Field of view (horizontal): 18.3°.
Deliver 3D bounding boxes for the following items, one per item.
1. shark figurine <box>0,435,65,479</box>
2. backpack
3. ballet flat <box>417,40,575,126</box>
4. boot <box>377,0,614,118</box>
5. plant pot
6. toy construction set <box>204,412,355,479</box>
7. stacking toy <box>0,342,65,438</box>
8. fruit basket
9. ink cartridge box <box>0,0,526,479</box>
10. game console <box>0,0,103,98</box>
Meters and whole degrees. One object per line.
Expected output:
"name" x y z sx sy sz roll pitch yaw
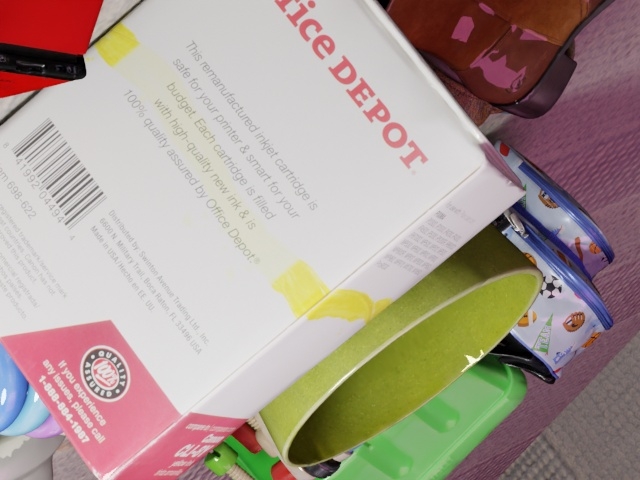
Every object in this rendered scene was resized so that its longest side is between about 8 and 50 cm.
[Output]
"shark figurine" -0.314 0.227 1.912 0.278 0.166 0.116 -33 125 -26
"backpack" 0.223 0.030 2.306 0.213 0.263 0.276 -40 161 8
"ballet flat" 0.146 -0.173 1.907 0.123 0.123 0.348 -47 164 28
"boot" 0.153 -0.263 1.732 0.280 0.096 0.264 25 97 -50
"plant pot" 0.000 0.000 1.754 0.275 0.293 0.275 -32 162 -12
"toy construction set" -0.076 0.130 2.199 0.309 0.237 0.257 -31 -158 47
"stacking toy" -0.329 0.123 1.724 0.330 0.141 0.141 -8 146 -50
"fruit basket" 0.060 0.221 2.507 0.392 0.283 0.392 -31 150 -21
"ink cartridge box" -0.076 -0.033 1.549 0.385 0.279 0.160 -39 163 8
"game console" -0.227 -0.155 1.397 0.124 0.085 0.144 -10 174 27
